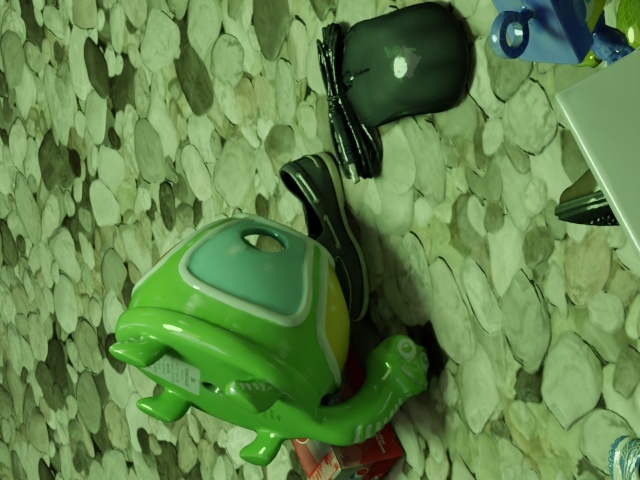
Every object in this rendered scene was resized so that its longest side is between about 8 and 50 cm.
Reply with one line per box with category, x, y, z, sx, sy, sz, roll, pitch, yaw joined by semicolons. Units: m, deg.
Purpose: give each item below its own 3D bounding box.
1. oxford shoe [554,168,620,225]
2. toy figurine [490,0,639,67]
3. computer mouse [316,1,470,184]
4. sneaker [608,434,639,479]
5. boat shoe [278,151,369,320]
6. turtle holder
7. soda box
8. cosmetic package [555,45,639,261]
oxford shoe;0.291;-0.073;1.764;0.227;0.082;0.096;-33;54;56
toy figurine;0.183;-0.206;1.589;0.191;0.217;0.362;3;136;36
computer mouse;0.064;-0.175;2.099;0.272;0.072;0.189;-22;80;59
sneaker;0.313;0.254;1.843;0.058;0.052;0.135;-10;91;55
boat shoe;0.000;0.000;2.267;0.075;0.065;0.206;-21;83;56
turtle holder;-0.061;0.103;2.148;0.320;0.227;0.243;10;152;34
soda box;-0.004;0.171;2.302;0.263;0.092;0.083;65;145;24
cosmetic package;0.356;0.009;1.510;0.366;0.197;0.155;67;-172;23
